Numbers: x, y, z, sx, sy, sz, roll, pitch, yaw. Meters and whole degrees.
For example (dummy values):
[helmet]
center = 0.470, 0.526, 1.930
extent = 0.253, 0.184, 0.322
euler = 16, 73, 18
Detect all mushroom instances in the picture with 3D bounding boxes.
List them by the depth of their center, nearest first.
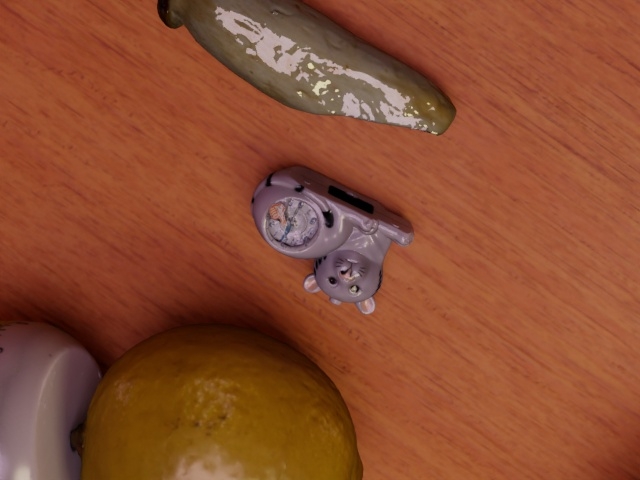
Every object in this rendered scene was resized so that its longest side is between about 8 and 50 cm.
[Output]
[mushroom]
center = -0.018, -0.191, 1.724
extent = 0.333, 0.087, 0.107
euler = 32, 105, -7

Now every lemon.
[lemon]
center = -0.106, 0.229, 1.747
extent = 0.297, 0.297, 0.297
euler = 1, 106, 4

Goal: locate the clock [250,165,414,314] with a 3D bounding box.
[clock]
center = 0.000, 0.000, 1.778
extent = 0.176, 0.080, 0.117
euler = 26, 107, -5

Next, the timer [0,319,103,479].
[timer]
center = -0.388, 0.219, 1.787
extent = 0.285, 0.285, 0.285
euler = 1, 106, 4
